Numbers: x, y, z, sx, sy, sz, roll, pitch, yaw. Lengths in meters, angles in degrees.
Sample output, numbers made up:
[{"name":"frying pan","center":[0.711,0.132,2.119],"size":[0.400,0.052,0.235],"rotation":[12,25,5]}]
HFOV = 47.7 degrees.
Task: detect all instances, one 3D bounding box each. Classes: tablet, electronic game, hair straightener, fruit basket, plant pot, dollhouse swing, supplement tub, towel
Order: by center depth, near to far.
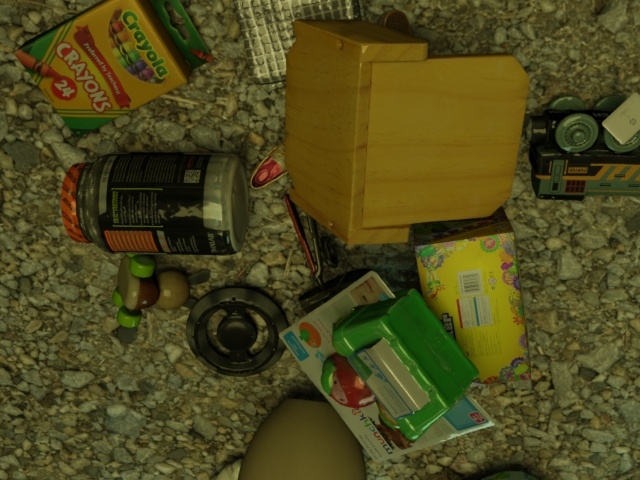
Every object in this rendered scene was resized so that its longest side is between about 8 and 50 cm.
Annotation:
[{"name":"tablet","center":[0.545,-0.216,1.279],"size":[0.083,0.006,0.054],"rotation":[-43,87,2]},{"name":"dollhouse swing","center":[0.141,-0.209,1.302],"size":[0.305,0.315,0.347],"rotation":[-14,121,-27]},{"name":"fruit basket","center":[0.093,0.249,1.303],"size":[0.327,0.165,0.353],"rotation":[53,134,1]},{"name":"towel","center":[-0.039,-0.435,1.347],"size":[0.235,0.121,0.284],"rotation":[-10,107,10]},{"name":"supplement tub","center":[-0.325,-0.074,1.453],"size":[0.338,0.207,0.207],"rotation":[1,109,5]},{"name":"hair straightener","center":[0.000,0.000,1.497],"size":[0.089,0.047,0.230],"rotation":[-19,84,11]},{"name":"plant pot","center":[-0.028,0.452,1.591],"size":[0.284,0.284,0.191],"rotation":[7,74,4]},{"name":"electronic game","center":[-0.185,0.205,1.615],"size":[0.229,0.048,0.229],"rotation":[0,113,0]}]

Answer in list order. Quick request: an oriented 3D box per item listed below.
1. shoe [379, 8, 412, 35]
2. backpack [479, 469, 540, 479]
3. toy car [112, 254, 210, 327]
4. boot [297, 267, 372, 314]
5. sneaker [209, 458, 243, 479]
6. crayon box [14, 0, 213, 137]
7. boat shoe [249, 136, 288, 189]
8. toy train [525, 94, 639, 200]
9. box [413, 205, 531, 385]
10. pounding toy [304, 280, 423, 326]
[{"name":"shoe","center":[0.154,-0.336,1.401],"size":[0.076,0.058,0.219],"rotation":[-21,112,-20]},{"name":"backpack","center":[0.388,0.685,1.634],"size":[0.355,0.273,0.290],"rotation":[-38,95,4]},{"name":"toy car","center":[-0.339,0.097,1.576],"size":[0.188,0.149,0.155],"rotation":[8,116,-27]},{"name":"boot","center":[0.067,0.181,1.570],"size":[0.189,0.076,0.208],"rotation":[-24,103,13]},{"name":"sneaker","center":[-0.121,0.640,1.720],"size":[0.305,0.114,0.152],"rotation":[38,109,-7]},{"name":"crayon box","center":[-0.396,-0.359,1.406],"size":[0.318,0.081,0.202],"rotation":[-24,119,13]},{"name":"boat shoe","center":[-0.080,-0.161,1.475],"size":[0.063,0.059,0.170],"rotation":[44,107,-9]},{"name":"toy train","center":[0.554,-0.169,1.377],"size":[0.334,0.142,0.190],"rotation":[1,121,4]},{"name":"box","center":[0.287,0.087,1.406],"size":[0.177,0.279,0.290],"rotation":[-9,107,10]},{"name":"pounding toy","center":[0.094,0.186,1.457],"size":[0.269,0.154,0.155],"rotation":[-30,108,14]}]
